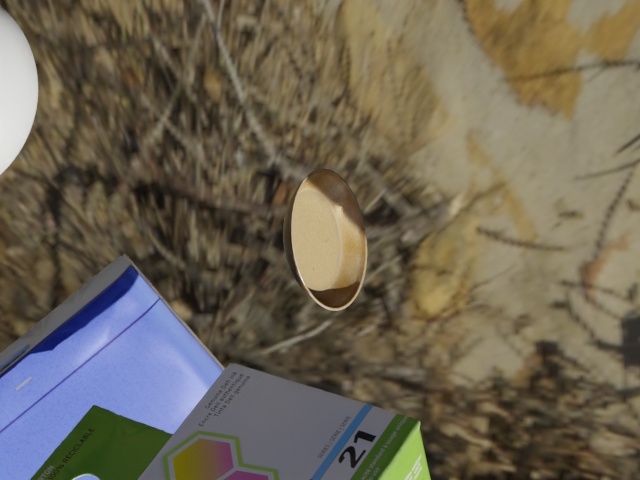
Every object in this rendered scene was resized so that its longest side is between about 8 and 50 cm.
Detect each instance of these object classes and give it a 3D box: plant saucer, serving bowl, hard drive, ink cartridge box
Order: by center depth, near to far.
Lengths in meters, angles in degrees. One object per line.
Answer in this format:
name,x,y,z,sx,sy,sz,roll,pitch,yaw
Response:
serving bowl,-0.147,-0.056,0.727,0.083,0.027,0.083,-1,84,11
ink cartridge box,-0.090,0.161,1.130,0.255,0.097,0.189,16,49,28
plant saucer,0.000,0.000,1.164,0.015,0.083,0.083,-7,86,32
hard drive,-0.115,0.193,1.378,0.210,0.040,0.318,-39,113,-1
